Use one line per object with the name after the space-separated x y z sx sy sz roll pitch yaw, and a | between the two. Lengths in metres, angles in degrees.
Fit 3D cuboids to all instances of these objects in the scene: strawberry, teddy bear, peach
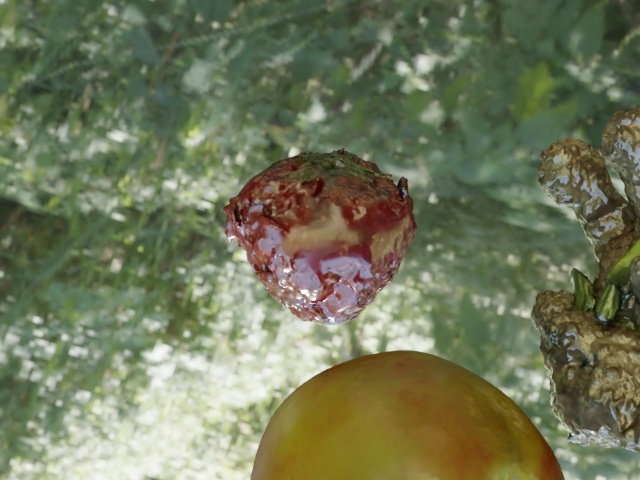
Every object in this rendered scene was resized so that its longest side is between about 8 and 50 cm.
0.000 0.000 1.724 0.274 0.220 0.274 2 -162 -1 | strawberry
0.281 0.045 1.283 0.296 0.223 0.246 62 152 1 | teddy bear
0.071 0.257 1.207 0.308 0.307 0.332 27 169 -40 | peach
